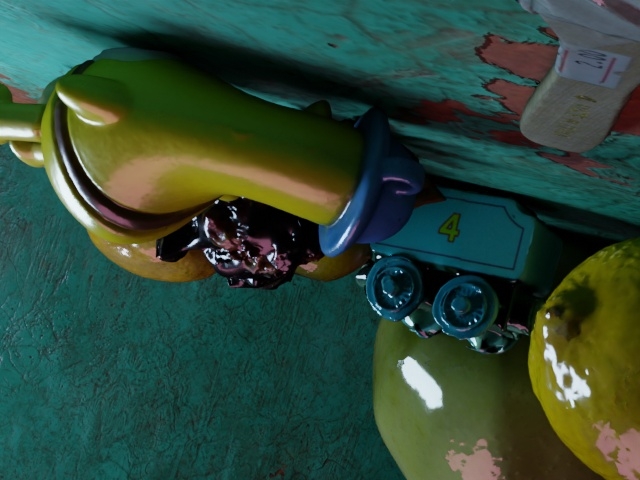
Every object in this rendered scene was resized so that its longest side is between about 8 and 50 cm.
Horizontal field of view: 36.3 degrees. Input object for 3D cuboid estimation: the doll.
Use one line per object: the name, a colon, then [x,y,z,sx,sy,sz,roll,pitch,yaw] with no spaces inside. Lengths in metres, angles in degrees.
doll: [-0.096,-0.064,0.709,0.362,0.145,0.199,9,170,25]

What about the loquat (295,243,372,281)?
loquat: [0.000,0.000,1.646,0.195,0.152,0.152,27,175,-22]

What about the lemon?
lemon: [0.312,0.111,0.813,0.263,0.236,0.236,39,-177,12]

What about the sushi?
sushi: [-0.049,-0.032,0.967,0.172,0.153,0.150,6,172,-40]

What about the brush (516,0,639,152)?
brush: [0.115,-0.070,0.395,0.085,0.020,0.336,16,178,9]

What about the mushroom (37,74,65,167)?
mushroom: [-0.270,-0.127,1.077,0.108,0.096,0.247,18,173,-22]

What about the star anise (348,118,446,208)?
star anise: [0.026,-0.064,0.813,0.167,0.057,0.168,16,179,0]

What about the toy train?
toy train: [0.133,0.023,0.951,0.197,0.154,0.107,14,174,34]

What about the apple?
apple: [0.224,0.152,1.131,0.357,0.357,0.357,17,178,1]

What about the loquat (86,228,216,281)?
loquat: [-0.187,-0.044,1.221,0.238,0.193,0.238,24,176,2]
